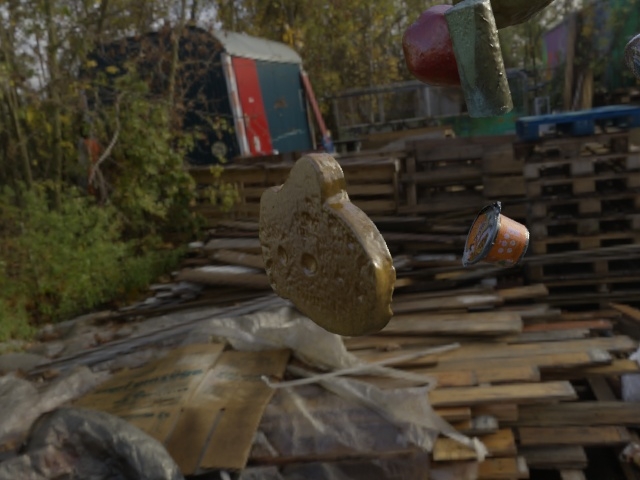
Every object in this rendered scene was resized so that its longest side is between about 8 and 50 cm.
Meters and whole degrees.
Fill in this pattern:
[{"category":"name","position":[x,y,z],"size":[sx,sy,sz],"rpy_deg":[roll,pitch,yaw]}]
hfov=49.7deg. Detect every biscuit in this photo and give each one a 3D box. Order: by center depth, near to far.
[{"category":"biscuit","position":[0.002,0.000,1.096],"size":[0.057,0.287,0.344],"rpy_deg":[-15,21,-31]}]

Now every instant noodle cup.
[{"category":"instant noodle cup","position":[0.495,0.001,1.916],"size":[0.126,0.208,0.177],"rpy_deg":[19,47,-8]}]

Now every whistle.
[{"category":"whistle","position":[0.578,-0.284,1.205],"size":[0.057,0.107,0.220],"rpy_deg":[-40,-34,8]}]

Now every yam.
[{"category":"yam","position":[0.224,-0.253,0.972],"size":[0.068,0.169,0.068],"rpy_deg":[-17,26,9]}]

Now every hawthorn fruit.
[{"category":"hawthorn fruit","position":[0.318,-0.458,1.646],"size":[0.205,0.205,0.253],"rpy_deg":[-12,25,-25]}]

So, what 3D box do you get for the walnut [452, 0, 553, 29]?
[{"category":"walnut","position":[0.375,-0.584,1.396],"size":[0.277,0.282,0.253],"rpy_deg":[-18,24,47]}]
